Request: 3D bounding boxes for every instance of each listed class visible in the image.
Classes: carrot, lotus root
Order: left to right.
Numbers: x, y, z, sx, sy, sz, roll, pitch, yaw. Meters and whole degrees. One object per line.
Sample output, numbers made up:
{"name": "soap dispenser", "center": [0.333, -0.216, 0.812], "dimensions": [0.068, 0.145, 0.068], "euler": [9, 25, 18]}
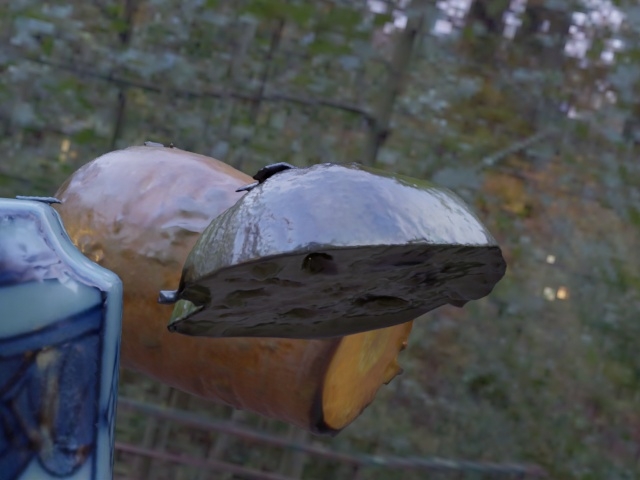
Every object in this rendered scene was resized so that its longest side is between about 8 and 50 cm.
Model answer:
{"name": "carrot", "center": [-0.097, 0.044, 1.383], "dimensions": [0.341, 0.224, 0.224], "euler": [24, 4, 21]}
{"name": "lotus root", "center": [0.003, 0.000, 0.827], "dimensions": [0.204, 0.077, 0.183], "euler": [5, -22, -42]}

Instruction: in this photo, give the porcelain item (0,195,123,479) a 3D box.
{"name": "porcelain item", "center": [-0.276, 0.106, 0.974], "dimensions": [0.282, 0.285, 0.157], "euler": [5, -4, -7]}
